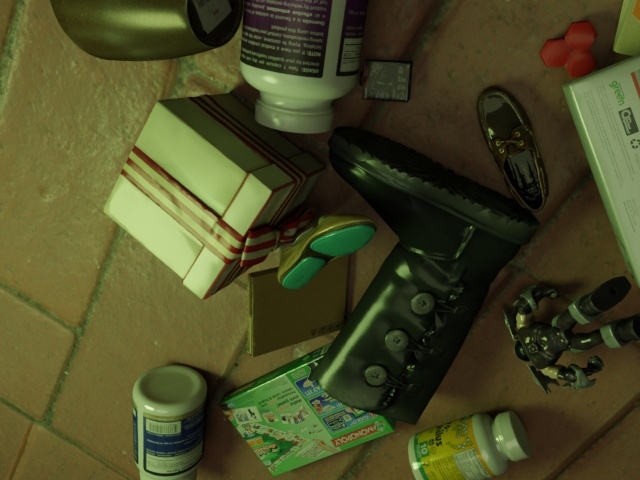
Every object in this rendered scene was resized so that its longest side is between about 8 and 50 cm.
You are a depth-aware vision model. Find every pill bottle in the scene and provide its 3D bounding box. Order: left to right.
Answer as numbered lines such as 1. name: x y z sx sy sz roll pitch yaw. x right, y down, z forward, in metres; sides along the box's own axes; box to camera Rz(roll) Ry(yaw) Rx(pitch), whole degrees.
1. pill bottle: -0.327 0.417 1.282 0.153 0.153 0.264 13 115 10
2. pill bottle: -0.023 -0.331 0.871 0.181 0.181 0.323 13 115 10
3. pill bottle: 0.283 0.398 1.128 0.208 0.117 0.117 -28 103 24

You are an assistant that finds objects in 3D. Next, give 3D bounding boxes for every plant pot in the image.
1. plant pot: -0.232 -0.353 0.858 0.230 0.215 0.215 22 119 31

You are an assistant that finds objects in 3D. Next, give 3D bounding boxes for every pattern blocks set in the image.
1. pattern blocks set: 0.508 -0.317 0.818 0.325 0.026 0.285 22 116 6

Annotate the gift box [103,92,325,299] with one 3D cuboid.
1. gift box: -0.163 -0.063 0.993 0.258 0.255 0.276 38 120 7

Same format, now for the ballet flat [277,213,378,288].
1. ballet flat: 0.000 0.000 0.926 0.080 0.073 0.232 18 144 -32

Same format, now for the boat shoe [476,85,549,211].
1. boat shoe: 0.304 -0.142 0.923 0.073 0.073 0.207 -25 102 24

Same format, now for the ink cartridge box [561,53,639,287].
1. ink cartridge box: 0.513 -0.117 0.787 0.272 0.130 0.309 -20 96 21

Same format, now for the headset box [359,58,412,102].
1. headset box: 0.103 -0.257 0.951 0.083 0.032 0.062 7 113 13

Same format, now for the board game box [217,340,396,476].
1. board game box: -0.032 0.357 1.237 0.317 0.046 0.213 -29 103 24

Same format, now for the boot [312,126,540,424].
1. boot: 0.099 0.076 1.026 0.367 0.146 0.445 27 116 2

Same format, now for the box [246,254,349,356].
1. box: -0.039 0.114 1.073 0.021 0.201 0.164 35 129 50

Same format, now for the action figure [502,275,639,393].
1. action figure: 0.404 0.151 0.960 0.185 0.099 0.285 55 153 9
